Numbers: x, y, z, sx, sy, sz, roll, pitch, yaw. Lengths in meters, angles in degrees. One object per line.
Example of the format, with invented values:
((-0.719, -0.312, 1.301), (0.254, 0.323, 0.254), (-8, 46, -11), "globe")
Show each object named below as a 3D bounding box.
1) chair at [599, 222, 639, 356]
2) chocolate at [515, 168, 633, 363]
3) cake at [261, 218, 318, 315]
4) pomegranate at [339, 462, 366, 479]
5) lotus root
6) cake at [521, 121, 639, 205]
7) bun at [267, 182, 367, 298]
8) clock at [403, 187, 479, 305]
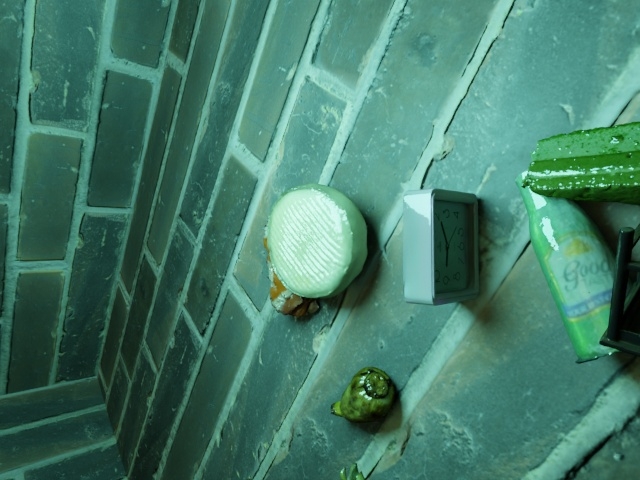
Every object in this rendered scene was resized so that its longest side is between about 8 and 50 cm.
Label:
((0.411, 0.089, 0.446), (0.141, 0.155, 0.259), (16, 126, 46), "chair")
((0.373, 0.023, 0.600), (0.110, 0.110, 0.291), (-34, 62, 42), "chocolate")
((-0.103, 0.075, 1.117), (0.135, 0.098, 0.287), (-36, 65, 42), "cake")
((0.070, 0.652, 0.835), (0.261, 0.261, 0.340), (-19, 63, 46), "pomegranate")
((0.092, 0.356, 0.916), (0.190, 0.095, 0.108), (125, 151, -43), "lotus root")
((0.390, -0.108, 0.526), (0.236, 0.099, 0.100), (13, 77, 35), "cake")
((0.000, 0.000, 0.970), (0.287, 0.146, 0.287), (2, 93, 44), "bun")
((0.218, 0.011, 0.728), (0.063, 0.150, 0.197), (-1, 89, 51), "clock")
